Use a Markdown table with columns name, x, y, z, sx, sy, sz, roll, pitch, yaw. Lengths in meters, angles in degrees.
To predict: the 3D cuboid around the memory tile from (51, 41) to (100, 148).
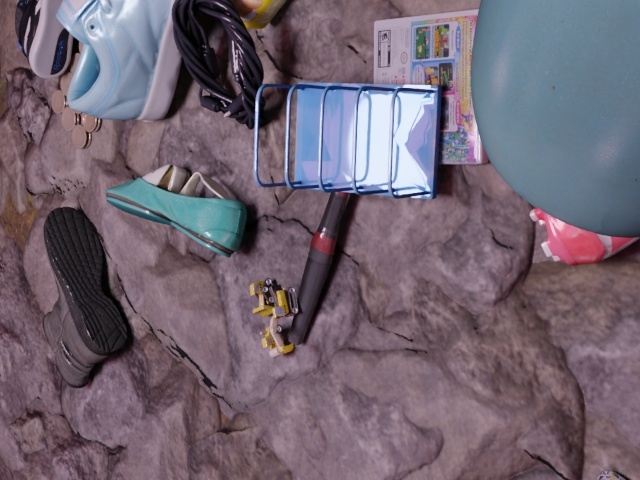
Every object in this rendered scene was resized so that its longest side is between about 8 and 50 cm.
| name | x | y | z | sx | sy | sz | roll | pitch | yaw |
| --- | --- | --- | --- | --- | --- | --- | --- | --- | --- |
| memory tile | -0.345 | -0.218 | 1.529 | 0.113 | 0.012 | 0.148 | 55 | 126 | 24 |

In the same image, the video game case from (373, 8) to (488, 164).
| name | x | y | z | sx | sy | sz | roll | pitch | yaw |
| --- | --- | --- | --- | --- | --- | --- | --- | --- | --- |
| video game case | 0.116 | -0.159 | 1.104 | 0.143 | 0.019 | 0.157 | 4 | 96 | 42 |

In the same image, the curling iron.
| name | x | y | z | sx | sy | sz | roll | pitch | yaw |
| --- | --- | --- | --- | --- | --- | --- | --- | --- | --- |
| curling iron | 0.000 | 0.000 | 1.220 | 0.068 | 0.035 | 0.274 | -135 | 50 | -56 |

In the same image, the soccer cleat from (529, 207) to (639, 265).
| name | x | y | z | sx | sy | sz | roll | pitch | yaw |
| --- | --- | --- | --- | --- | --- | --- | --- | --- | --- |
| soccer cleat | 0.224 | -0.097 | 0.980 | 0.095 | 0.083 | 0.248 | -20 | 76 | 17 |

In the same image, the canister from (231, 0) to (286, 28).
| name | x | y | z | sx | sy | sz | roll | pitch | yaw |
| --- | --- | --- | --- | --- | --- | --- | --- | --- | --- |
| canister | -0.058 | -0.345 | 1.209 | 0.170 | 0.073 | 0.126 | -44 | 65 | 38 |

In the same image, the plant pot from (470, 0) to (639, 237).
| name | x | y | z | sx | sy | sz | roll | pitch | yaw |
| --- | --- | --- | --- | --- | --- | --- | --- | --- | --- |
| plant pot | 0.252 | -0.146 | 0.812 | 0.293 | 0.293 | 0.235 | 48 | 140 | 28 |

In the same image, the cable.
| name | x | y | z | sx | sy | sz | roll | pitch | yaw |
| --- | --- | --- | --- | --- | --- | --- | --- | --- | --- |
| cable | -0.120 | -0.215 | 1.243 | 0.150 | 0.047 | 0.184 | 43 | 151 | 34 |

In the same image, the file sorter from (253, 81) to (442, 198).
| name | x | y | z | sx | sy | sz | roll | pitch | yaw |
| --- | --- | --- | --- | --- | --- | --- | --- | --- | --- |
| file sorter | 0.025 | -0.106 | 1.085 | 0.170 | 0.104 | 0.118 | 6 | 98 | 30 |

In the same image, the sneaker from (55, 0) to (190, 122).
| name | x | y | z | sx | sy | sz | roll | pitch | yaw |
| --- | --- | --- | --- | --- | --- | --- | --- | --- | --- |
| sneaker | -0.243 | -0.300 | 1.282 | 0.135 | 0.150 | 0.366 | 51 | 138 | 43 |

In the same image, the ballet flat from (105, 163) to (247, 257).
| name | x | y | z | sx | sy | sz | roll | pitch | yaw |
| --- | --- | --- | --- | --- | --- | --- | --- | --- | --- |
| ballet flat | -0.182 | -0.052 | 1.362 | 0.247 | 0.083 | 0.087 | 21 | 84 | 39 |

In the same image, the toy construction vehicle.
| name | x | y | z | sx | sy | sz | roll | pitch | yaw |
| --- | --- | --- | --- | --- | --- | --- | --- | --- | --- |
| toy construction vehicle | -0.060 | 0.091 | 1.260 | 0.086 | 0.035 | 0.098 | -24 | 72 | 60 |

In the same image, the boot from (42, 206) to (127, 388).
| name | x | y | z | sx | sy | sz | roll | pitch | yaw |
| --- | --- | --- | --- | --- | --- | --- | --- | --- | --- |
| boot | -0.381 | 0.088 | 1.553 | 0.161 | 0.083 | 0.246 | -37 | 68 | 45 |

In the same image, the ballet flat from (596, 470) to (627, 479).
| name | x | y | z | sx | sy | sz | roll | pitch | yaw |
| --- | --- | --- | --- | --- | --- | --- | --- | --- | --- |
| ballet flat | 0.292 | 0.266 | 0.969 | 0.041 | 0.041 | 0.114 | -51 | 61 | 34 |

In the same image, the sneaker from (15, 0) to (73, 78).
| name | x | y | z | sx | sy | sz | roll | pitch | yaw |
| --- | --- | --- | --- | --- | --- | --- | --- | --- | --- |
| sneaker | -0.393 | -0.357 | 1.515 | 0.121 | 0.079 | 0.217 | 45 | 117 | 40 |
